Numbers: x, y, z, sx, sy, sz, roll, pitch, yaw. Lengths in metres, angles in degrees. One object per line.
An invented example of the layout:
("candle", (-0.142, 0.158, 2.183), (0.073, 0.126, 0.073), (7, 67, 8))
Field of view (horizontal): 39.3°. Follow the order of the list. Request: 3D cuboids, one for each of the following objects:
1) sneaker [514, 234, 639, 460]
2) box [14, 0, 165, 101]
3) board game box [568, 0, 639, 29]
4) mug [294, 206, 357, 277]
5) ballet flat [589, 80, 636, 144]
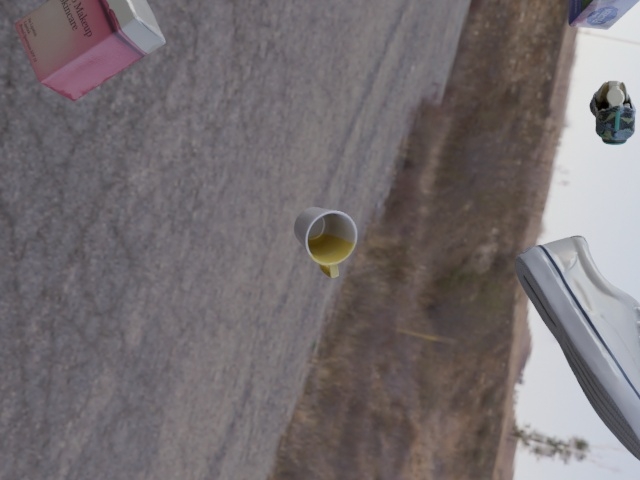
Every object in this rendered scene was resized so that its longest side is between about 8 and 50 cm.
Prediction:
("sneaker", (0.303, 0.103, 0.935), (0.094, 0.091, 0.258), (70, -6, -69))
("box", (-0.447, -0.403, 1.743), (0.148, 0.232, 0.127), (63, 12, 17))
("board game box", (0.408, -0.479, 1.169), (0.318, 0.066, 0.318), (114, -21, -84))
("mug", (-0.002, -0.003, 1.016), (0.064, 0.062, 0.078), (33, -74, 62))
("ballet flat", (0.429, -0.199, 1.305), (0.188, 0.070, 0.070), (-70, 171, -62))
